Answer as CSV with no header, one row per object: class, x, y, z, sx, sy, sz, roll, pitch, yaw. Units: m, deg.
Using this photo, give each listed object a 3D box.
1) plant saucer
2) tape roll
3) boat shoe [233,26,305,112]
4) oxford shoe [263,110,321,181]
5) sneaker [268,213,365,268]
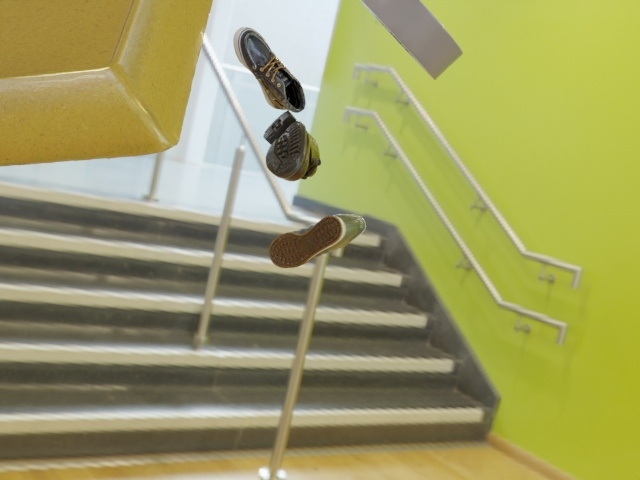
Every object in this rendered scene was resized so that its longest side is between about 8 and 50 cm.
plant saucer,-0.309,-0.224,0.987,0.333,0.081,0.333,-4,45,7
tape roll,0.159,-0.393,1.555,0.219,0.072,0.219,45,13,-13
boat shoe,-0.089,-0.320,1.611,0.083,0.065,0.183,24,-26,50
oxford shoe,-0.033,-0.138,1.378,0.096,0.083,0.227,45,15,-19
sneaker,0.000,0.000,1.493,0.086,0.064,0.192,-11,-10,-44
